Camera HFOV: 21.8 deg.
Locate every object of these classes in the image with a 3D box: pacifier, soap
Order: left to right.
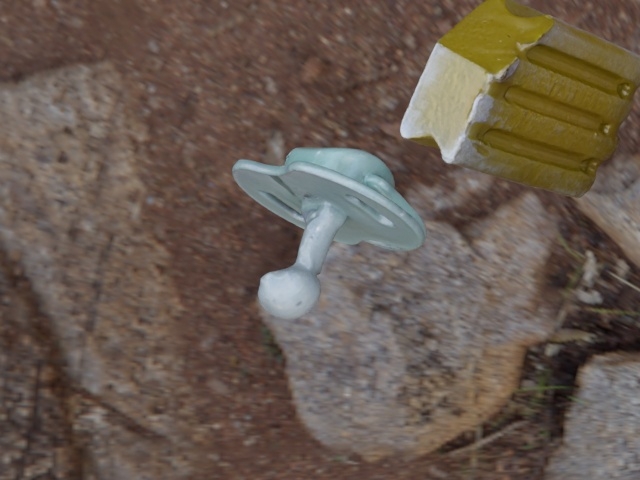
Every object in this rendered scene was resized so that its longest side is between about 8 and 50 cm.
[{"bbox_3d":[0.000,0.000,1.073,0.150,0.127,0.117,7,69,48],"label":"pacifier"},{"bbox_3d":[0.177,-0.121,1.409,0.073,0.232,0.140,30,102,35],"label":"soap"}]
